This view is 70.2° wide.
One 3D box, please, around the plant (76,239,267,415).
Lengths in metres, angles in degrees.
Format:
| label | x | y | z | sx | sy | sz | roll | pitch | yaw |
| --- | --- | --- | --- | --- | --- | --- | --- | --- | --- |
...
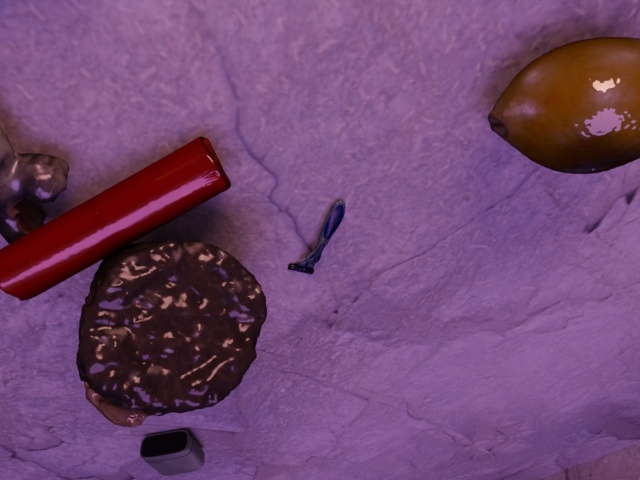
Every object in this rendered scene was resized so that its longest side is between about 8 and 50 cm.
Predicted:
| label | x | y | z | sx | sy | sz | roll | pitch | yaw |
| --- | --- | --- | --- | --- | --- | --- | --- | --- | --- |
| plant | -0.212 | 0.114 | 0.637 | 0.216 | 0.212 | 0.312 | 12 | 170 | -18 |

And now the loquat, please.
| label | x | y | z | sx | sy | sz | roll | pitch | yaw |
| --- | --- | --- | --- | --- | --- | --- | --- | --- | --- |
| loquat | 0.288 | -0.144 | 0.500 | 0.195 | 0.152 | 0.152 | -11 | 135 | 6 |

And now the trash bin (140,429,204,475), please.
| label | x | y | z | sx | sy | sz | roll | pitch | yaw |
| --- | --- | --- | --- | --- | --- | --- | --- | --- | --- |
| trash bin | -0.353 | 0.513 | 1.098 | 0.116 | 0.059 | 0.129 | -9 | 136 | 0 |

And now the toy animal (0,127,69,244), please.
| label | x | y | z | sx | sy | sz | roll | pitch | yaw |
| --- | --- | --- | --- | --- | --- | --- | --- | --- | --- |
| toy animal | -0.388 | -0.116 | 0.450 | 0.169 | 0.106 | 0.343 | -26 | 136 | 15 |

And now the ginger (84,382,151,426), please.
| label | x | y | z | sx | sy | sz | roll | pitch | yaw |
| --- | --- | --- | --- | --- | --- | --- | --- | --- | --- |
| ginger | -0.317 | 0.243 | 0.722 | 0.086 | 0.295 | 0.131 | -44 | 107 | -22 |

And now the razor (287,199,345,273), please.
| label | x | y | z | sx | sy | sz | roll | pitch | yaw |
| --- | --- | --- | --- | --- | --- | --- | --- | --- | --- |
| razor | 0.000 | 0.004 | 0.678 | 0.044 | 0.028 | 0.154 | 15 | 130 | -21 |

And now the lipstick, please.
| label | x | y | z | sx | sy | sz | roll | pitch | yaw |
| --- | --- | --- | --- | --- | --- | --- | --- | --- | --- |
| lipstick | -0.239 | -0.026 | 0.534 | 0.280 | 0.073 | 0.073 | -29 | 133 | -1 |
